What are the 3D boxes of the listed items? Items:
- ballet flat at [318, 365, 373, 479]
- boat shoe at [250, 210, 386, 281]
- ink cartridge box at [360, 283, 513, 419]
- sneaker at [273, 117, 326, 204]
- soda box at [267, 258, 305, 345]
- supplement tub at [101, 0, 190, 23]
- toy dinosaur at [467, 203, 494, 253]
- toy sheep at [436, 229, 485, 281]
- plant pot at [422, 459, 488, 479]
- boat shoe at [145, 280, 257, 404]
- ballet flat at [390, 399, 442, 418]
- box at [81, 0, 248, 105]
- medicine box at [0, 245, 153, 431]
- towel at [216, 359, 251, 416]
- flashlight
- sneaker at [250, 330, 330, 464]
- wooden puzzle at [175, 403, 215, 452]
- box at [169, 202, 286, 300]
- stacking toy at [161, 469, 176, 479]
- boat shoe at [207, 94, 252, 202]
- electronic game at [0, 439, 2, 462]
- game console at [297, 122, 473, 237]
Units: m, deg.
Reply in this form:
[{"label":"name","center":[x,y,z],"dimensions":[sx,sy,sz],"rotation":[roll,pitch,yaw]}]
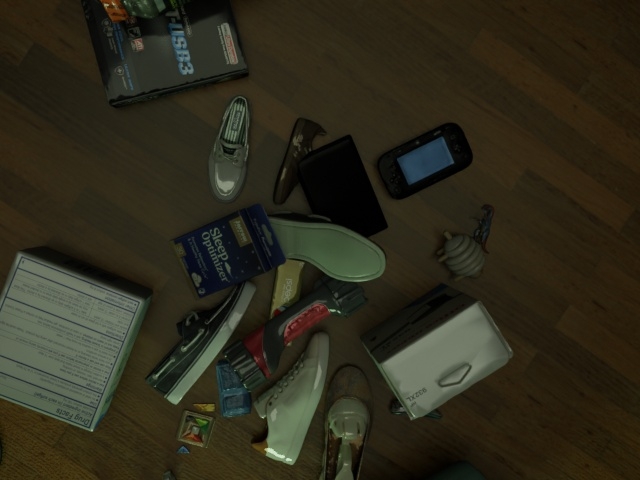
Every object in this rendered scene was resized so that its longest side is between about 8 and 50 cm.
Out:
[{"label":"ballet flat","center":[0.057,0.426,1.729],"dimensions":[0.107,0.106,0.316],"rotation":[5,92,-4]},{"label":"boat shoe","center":[0.000,0.000,1.660],"dimensions":[0.302,0.091,0.114],"rotation":[18,112,19]},{"label":"ink cartridge box","center":[0.216,0.207,1.628],"dimensions":[0.223,0.307,0.129],"rotation":[-32,95,-2]},{"label":"sneaker","center":[-0.043,-0.158,1.716],"dimensions":[0.071,0.066,0.189],"rotation":[18,93,-9]},{"label":"soda box","center":[-0.074,0.125,1.728],"dimensions":[0.058,0.061,0.181],"rotation":[8,92,-5]},{"label":"supplement tub","center":[-0.273,-0.552,1.544],"dimensions":[0.338,0.207,0.207],"rotation":[-27,94,-5]},{"label":"toy dinosaur","center":[0.351,-0.033,1.770],"dimensions":[0.082,0.047,0.090],"rotation":[-51,128,-9]},{"label":"toy sheep","center":[0.297,0.031,1.737],"dimensions":[0.091,0.091,0.132],"rotation":[-43,113,-1]},{"label":"plant pot","center":[0.223,0.635,1.655],"dimensions":[0.334,0.341,0.341],"rotation":[-31,94,-9]},{"label":"boat shoe","center":[-0.249,0.193,1.705],"dimensions":[0.102,0.108,0.301],"rotation":[37,97,-6]},{"label":"ballet flat","center":[0.207,0.358,1.771],"dimensions":[0.114,0.041,0.041],"rotation":[7,92,-5]},{"label":"box","center":[-0.321,-0.447,1.683],"dimensions":[0.293,0.073,0.296],"rotation":[-13,94,-2]},{"label":"medicine box","center":[-0.516,0.193,1.661],"dimensions":[0.263,0.149,0.289],"rotation":[22,92,-4]},{"label":"towel","center":[-0.183,0.311,1.747],"dimensions":[0.067,0.029,0.120],"rotation":[-6,93,-4]},{"label":"flashlight","center":[-0.045,0.179,1.655],"dimensions":[0.304,0.103,0.103],"rotation":[-32,125,-8]},{"label":"sneaker","center":[-0.066,0.317,1.716],"dimensions":[0.123,0.106,0.290],"rotation":[19,93,-7]},{"label":"wooden puzzle","center":[-0.266,0.399,1.754],"dimensions":[0.078,0.014,0.116],"rotation":[10,92,-4]},{"label":"box","center":[-0.190,0.023,1.680],"dimensions":[0.225,0.036,0.137],"rotation":[-22,94,26]},{"label":"stacking toy","center":[-0.346,0.615,1.745],"dimensions":[0.167,0.052,0.221],"rotation":[-27,96,0]},{"label":"boat shoe","center":[-0.189,-0.190,1.699],"dimensions":[0.083,0.076,0.226],"rotation":[6,92,-4]},{"label":"electronic game","center":[-0.776,0.437,1.707],"dimensions":[0.229,0.048,0.229],"rotation":[0,93,-3]},{"label":"game console","center":[0.142,-0.145,1.720],"dimensions":[0.361,0.044,0.213],"rotation":[-26,108,-6]}]
